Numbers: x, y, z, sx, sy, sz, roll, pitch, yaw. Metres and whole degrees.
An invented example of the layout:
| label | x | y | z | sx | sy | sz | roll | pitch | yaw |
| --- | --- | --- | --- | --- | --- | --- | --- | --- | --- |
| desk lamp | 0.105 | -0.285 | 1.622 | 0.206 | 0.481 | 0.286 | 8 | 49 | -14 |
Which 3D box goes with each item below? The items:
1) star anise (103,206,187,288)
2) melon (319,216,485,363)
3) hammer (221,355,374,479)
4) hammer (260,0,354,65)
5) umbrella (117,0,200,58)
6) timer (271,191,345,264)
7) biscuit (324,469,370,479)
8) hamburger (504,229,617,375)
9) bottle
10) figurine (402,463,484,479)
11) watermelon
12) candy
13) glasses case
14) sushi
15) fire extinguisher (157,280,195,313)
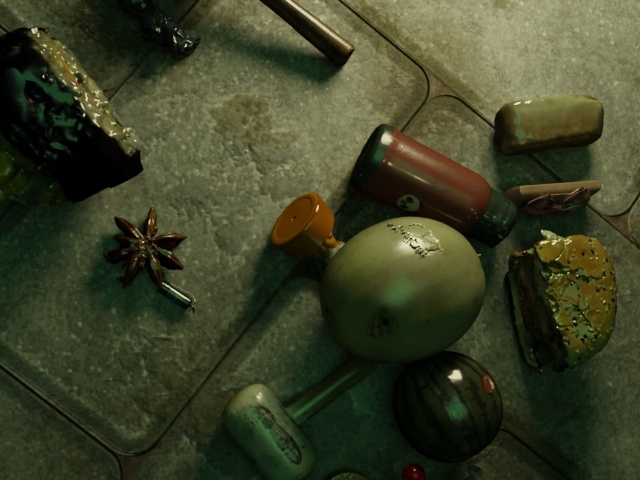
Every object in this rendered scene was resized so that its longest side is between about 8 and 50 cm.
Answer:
| label | x | y | z | sx | sy | sz | roll | pitch | yaw |
| --- | --- | --- | --- | --- | --- | --- | --- | --- | --- |
| star anise | -0.334 | 0.015 | 1.543 | 0.168 | 0.057 | 0.167 | 1 | 83 | -9 |
| melon | 0.161 | 0.087 | 1.518 | 0.330 | 0.268 | 0.268 | -16 | 86 | -20 |
| hammer | -0.021 | 0.310 | 1.543 | 0.305 | 0.113 | 0.201 | -37 | 93 | -18 |
| hammer | -0.096 | -0.478 | 1.595 | 0.409 | 0.242 | 0.095 | 37 | 74 | -18 |
| umbrella | -0.343 | -0.445 | 1.603 | 0.224 | 0.080 | 0.071 | 43 | 112 | 1 |
| timer | 0.000 | 0.000 | 1.590 | 0.152 | 0.132 | 0.132 | 39 | 76 | -27 |
| biscuit | 0.019 | 0.527 | 1.552 | 0.226 | 0.036 | 0.166 | -34 | 90 | -16 |
| hamburger | 0.496 | 0.115 | 1.628 | 0.193 | 0.167 | 0.287 | -12 | 84 | -10 |
| bottle | 0.234 | -0.097 | 1.626 | 0.336 | 0.144 | 0.143 | 28 | 78 | -8 |
| figurine | 0.203 | 0.553 | 1.520 | 0.176 | 0.186 | 0.287 | -6 | 107 | -54 |
| watermelon | 0.240 | 0.312 | 1.535 | 0.212 | 0.212 | 0.212 | 1 | 82 | -10 |
| candy | 0.484 | -0.245 | 1.710 | 0.234 | 0.102 | 0.104 | -9 | 84 | -11 |
| glasses case | 0.495 | -0.085 | 1.691 | 0.194 | 0.102 | 0.070 | -5 | 90 | -12 |
| sushi | -0.506 | -0.182 | 1.421 | 0.285 | 0.328 | 0.328 | -39 | 105 | 1 |
| fire extinguisher | -0.272 | 0.108 | 1.559 | 0.083 | 0.025 | 0.038 | 35 | 55 | -4 |
